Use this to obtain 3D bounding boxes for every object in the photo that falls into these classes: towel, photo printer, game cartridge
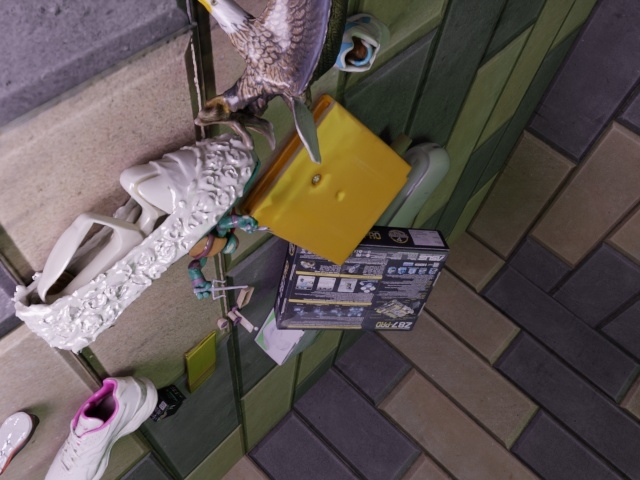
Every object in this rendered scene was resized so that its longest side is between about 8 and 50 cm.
[{"bbox_3d":[-0.315,0.323,1.501,0.102,0.021,0.237,-45,162,-33],"label":"towel"},{"bbox_3d":[0.281,-0.167,1.775,0.307,0.107,0.256,-56,161,19],"label":"photo printer"},{"bbox_3d":[0.027,-0.108,1.191,0.285,0.053,0.324,-52,141,8],"label":"game cartridge"}]

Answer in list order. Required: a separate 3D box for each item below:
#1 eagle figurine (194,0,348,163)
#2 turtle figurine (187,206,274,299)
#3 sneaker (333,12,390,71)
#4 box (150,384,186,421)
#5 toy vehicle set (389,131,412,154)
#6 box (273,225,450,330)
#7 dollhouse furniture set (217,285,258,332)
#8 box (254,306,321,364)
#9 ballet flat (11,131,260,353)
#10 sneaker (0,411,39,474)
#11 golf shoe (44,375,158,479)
[{"bbox_3d":[-0.045,-0.261,0.681,0.225,0.226,0.298,13,123,-48],"label":"eagle figurine"},{"bbox_3d":[-0.199,0.014,0.984,0.234,0.118,0.175,1,120,-51],"label":"turtle figurine"},{"bbox_3d":[0.060,-0.323,0.951,0.229,0.092,0.087,-29,152,-51],"label":"sneaker"},{"bbox_3d":[-0.391,0.409,1.432,0.062,0.052,0.083,-51,163,10],"label":"box"},{"bbox_3d":[0.129,-0.154,1.491,0.267,0.035,0.166,-49,177,-2],"label":"toy vehicle set"},{"bbox_3d":[0.098,0.105,1.484,0.395,0.097,0.318,3,129,-15],"label":"box"},{"bbox_3d":[-0.187,0.181,1.406,0.091,0.081,0.114,-31,154,-46],"label":"dollhouse furniture set"},{"bbox_3d":[-0.046,0.226,1.766,0.231,0.127,0.262,-20,147,-56],"label":"box"},{"bbox_3d":[-0.253,-0.016,0.783,0.409,0.147,0.147,-48,162,-5],"label":"ballet flat"},{"bbox_3d":[-0.541,0.363,0.975,0.158,0.061,0.065,-47,169,-7],"label":"sneaker"},{"bbox_3d":[-0.472,0.396,1.152,0.306,0.115,0.140,-53,153,-9],"label":"golf shoe"}]
